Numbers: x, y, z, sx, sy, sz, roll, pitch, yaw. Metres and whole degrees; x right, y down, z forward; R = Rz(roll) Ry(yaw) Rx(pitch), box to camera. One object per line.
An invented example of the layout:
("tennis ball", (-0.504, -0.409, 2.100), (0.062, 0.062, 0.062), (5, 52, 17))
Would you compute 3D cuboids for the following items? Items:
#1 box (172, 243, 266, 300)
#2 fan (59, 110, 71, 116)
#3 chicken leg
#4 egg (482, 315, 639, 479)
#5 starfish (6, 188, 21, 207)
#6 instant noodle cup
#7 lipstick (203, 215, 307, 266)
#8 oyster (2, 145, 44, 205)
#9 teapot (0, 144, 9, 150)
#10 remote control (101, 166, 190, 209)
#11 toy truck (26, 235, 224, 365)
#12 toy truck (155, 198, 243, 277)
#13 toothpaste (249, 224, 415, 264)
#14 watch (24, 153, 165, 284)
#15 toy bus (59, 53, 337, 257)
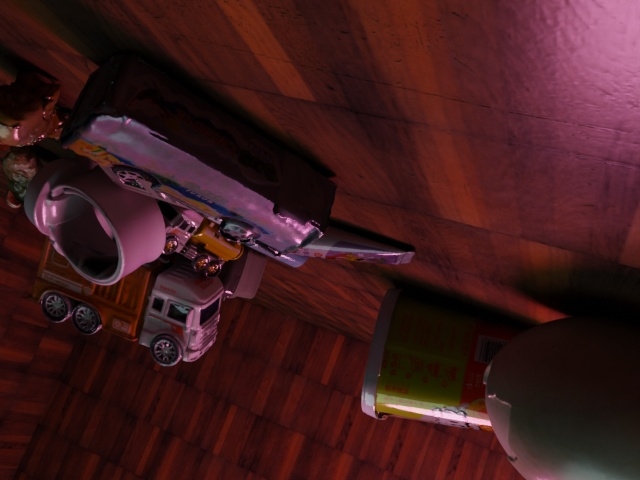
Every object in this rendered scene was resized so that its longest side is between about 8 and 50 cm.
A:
("box", (-0.244, 0.055, 1.547), (0.210, 0.147, 0.129), (17, 176, 32))
("fan", (-0.309, -0.146, 1.057), (0.295, 0.012, 0.223), (17, 167, 21))
("chicken leg", (-0.387, -0.173, 0.892), (0.085, 0.101, 0.207), (24, -175, 2))
("egg", (0.387, 0.245, 0.929), (0.278, 0.278, 0.336), (28, 169, -29))
("starfish", (-0.665, -0.087, 1.752), (0.303, 0.113, 0.312), (30, 163, -37))
("instant noodle cup", (0.270, 0.257, 1.308), (0.308, 0.293, 0.294), (10, 166, 19))
("lipstick", (-0.131, -0.026, 1.147), (0.274, 0.061, 0.068), (29, -170, -41))
("oyster", (-0.584, -0.091, 1.442), (0.166, 0.094, 0.294), (-3, 143, 47))
("teapot", (-0.593, -0.217, 0.991), (0.178, 0.135, 0.252), (-30, 115, 32))
("remote control", (-0.202, -0.090, 1.002), (0.313, 0.055, 0.109), (17, 158, 19))
("toy truck", (-0.399, 0.101, 1.391), (0.388, 0.206, 0.173), (20, -163, 7))
("toy truck", (-0.256, -0.013, 1.328), (0.098, 0.114, 0.227), (39, -179, 36))
("toothpaste", (0.000, 0.000, 1.052), (0.300, 0.073, 0.114), (12, 168, 5))
("watch", (-0.388, -0.028, 1.194), (0.231, 0.196, 0.244), (26, 130, 20))
("toy bus", (-0.123, -0.089, 0.759), (0.317, 0.112, 0.138), (27, 157, -32))
